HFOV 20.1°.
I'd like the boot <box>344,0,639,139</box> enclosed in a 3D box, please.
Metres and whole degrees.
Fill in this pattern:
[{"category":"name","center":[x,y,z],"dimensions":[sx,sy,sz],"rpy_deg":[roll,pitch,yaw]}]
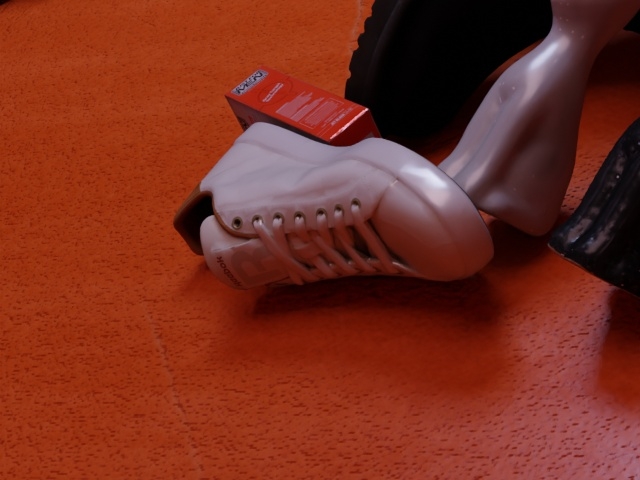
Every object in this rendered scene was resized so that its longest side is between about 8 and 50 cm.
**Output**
[{"category":"boot","center":[0.198,-0.163,1.282],"dimensions":[0.260,0.131,0.348],"rpy_deg":[39,103,19]}]

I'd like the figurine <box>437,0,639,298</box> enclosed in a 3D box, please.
[{"category":"figurine","center":[0.188,-0.090,1.139],"dimensions":[0.215,0.092,0.209],"rpy_deg":[33,97,53]}]

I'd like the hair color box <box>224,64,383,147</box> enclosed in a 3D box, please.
[{"category":"hair color box","center":[-0.006,-0.078,1.345],"dimensions":[0.043,0.072,0.141],"rpy_deg":[-41,37,-18]}]

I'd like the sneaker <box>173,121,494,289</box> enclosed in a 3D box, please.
[{"category":"sneaker","center":[0.000,0.000,1.218],"dimensions":[0.123,0.106,0.290],"rpy_deg":[-43,27,-20]}]
